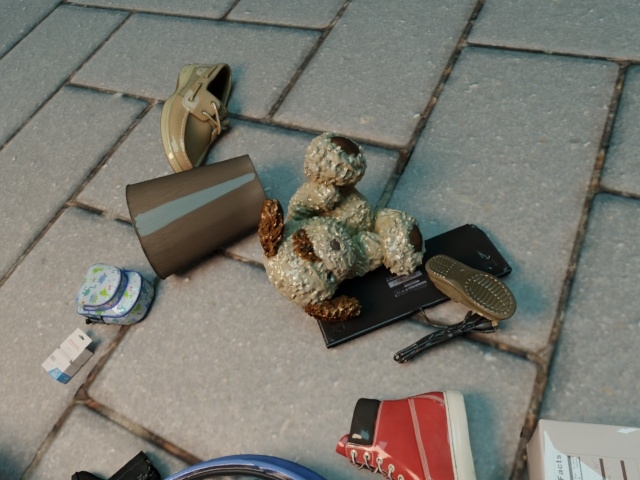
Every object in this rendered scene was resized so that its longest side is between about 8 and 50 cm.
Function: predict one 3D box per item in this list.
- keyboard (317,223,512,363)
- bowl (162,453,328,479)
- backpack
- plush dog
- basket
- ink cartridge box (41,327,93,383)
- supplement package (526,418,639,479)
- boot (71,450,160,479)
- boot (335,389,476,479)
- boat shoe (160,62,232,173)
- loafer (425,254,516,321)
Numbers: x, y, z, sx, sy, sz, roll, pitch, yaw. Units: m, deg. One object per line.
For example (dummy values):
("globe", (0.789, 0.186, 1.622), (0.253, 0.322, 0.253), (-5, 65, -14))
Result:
("keyboard", (0.151, 0.097, 0.789), (0.317, 0.033, 0.201), (-23, 48, 0))
("bowl", (-0.102, 0.437, 0.536), (0.391, 0.077, 0.391), (-5, 59, 9))
("backpack", (-0.367, 0.097, 0.887), (0.114, 0.084, 0.105), (4, 60, 14))
("plush dog", (0.000, 0.000, 0.780), (0.210, 0.262, 0.225), (-22, 21, 50))
("basket", (-0.214, -0.060, 0.918), (0.227, 0.154, 0.204), (-23, 56, -6))
("ink cartridge box", (-0.435, 0.200, 0.868), (0.048, 0.028, 0.083), (29, 68, 28))
("supplement package", (0.364, 0.288, 0.541), (0.244, 0.139, 0.134), (-1, 56, 15))
("boot", (-0.297, 0.348, 0.724), (0.099, 0.045, 0.121), (-38, 35, -27))
("boot", (0.108, 0.314, 0.624), (0.176, 0.088, 0.244), (-8, 47, 10))
("boat shoe", (-0.262, -0.281, 1.089), (0.110, 0.122, 0.341), (-7, 54, 10))
("loafer", (0.221, 0.071, 0.733), (0.056, 0.050, 0.148), (-40, 49, -13))
